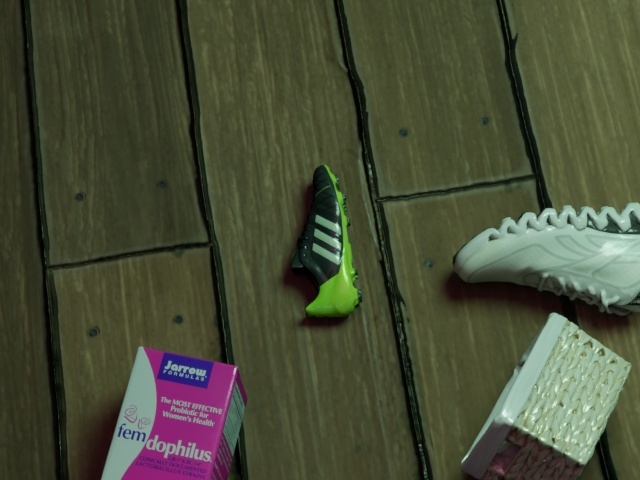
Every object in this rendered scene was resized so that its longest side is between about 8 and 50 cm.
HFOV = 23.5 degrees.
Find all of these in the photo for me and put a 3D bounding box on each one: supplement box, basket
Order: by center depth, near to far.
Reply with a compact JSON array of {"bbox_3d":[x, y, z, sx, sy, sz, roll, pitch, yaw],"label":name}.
[{"bbox_3d":[0.234,0.178,1.575,0.103,0.113,0.167,31,49,7],"label":"basket"},{"bbox_3d":[-0.157,0.236,1.587,0.111,0.114,0.220,10,67,7],"label":"supplement box"}]

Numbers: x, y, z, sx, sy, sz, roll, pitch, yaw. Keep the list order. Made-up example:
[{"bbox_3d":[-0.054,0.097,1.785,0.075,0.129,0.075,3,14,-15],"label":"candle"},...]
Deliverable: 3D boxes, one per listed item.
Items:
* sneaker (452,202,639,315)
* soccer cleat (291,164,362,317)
[{"bbox_3d":[0.291,0.024,1.669,0.292,0.110,0.118,-7,76,-1],"label":"sneaker"},{"bbox_3d":[0.000,0.000,1.708,0.072,0.060,0.178,-8,70,0],"label":"soccer cleat"}]
